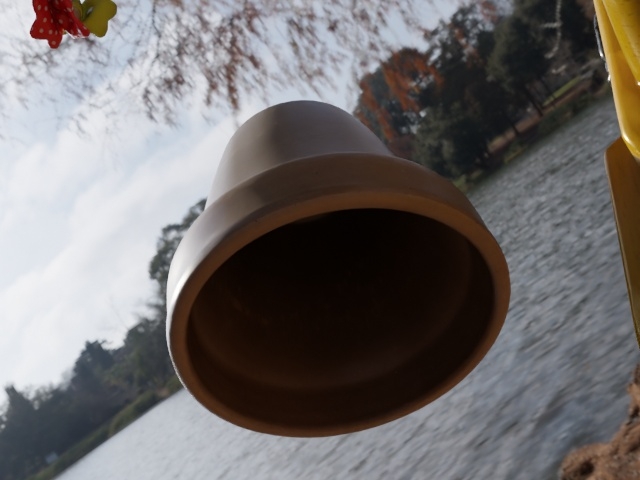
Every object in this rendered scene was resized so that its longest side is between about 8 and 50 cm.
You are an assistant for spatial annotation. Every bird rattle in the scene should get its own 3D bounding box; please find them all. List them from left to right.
[{"bbox_3d":[-0.517,-0.474,1.418,0.143,0.206,0.253,-18,12,11],"label":"bird rattle"}]

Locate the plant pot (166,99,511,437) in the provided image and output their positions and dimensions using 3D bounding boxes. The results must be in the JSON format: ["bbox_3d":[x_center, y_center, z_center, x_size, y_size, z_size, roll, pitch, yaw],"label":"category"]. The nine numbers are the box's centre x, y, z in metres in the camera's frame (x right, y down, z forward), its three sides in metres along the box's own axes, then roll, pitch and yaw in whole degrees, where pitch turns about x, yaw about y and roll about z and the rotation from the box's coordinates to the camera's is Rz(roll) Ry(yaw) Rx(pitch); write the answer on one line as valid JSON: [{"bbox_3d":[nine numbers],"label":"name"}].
[{"bbox_3d":[0.000,0.000,0.626,0.263,0.263,0.229,-36,37,17],"label":"plant pot"}]

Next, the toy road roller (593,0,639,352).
[{"bbox_3d":[0.226,-0.085,0.346,0.203,0.329,0.241,-19,-35,32],"label":"toy road roller"}]
